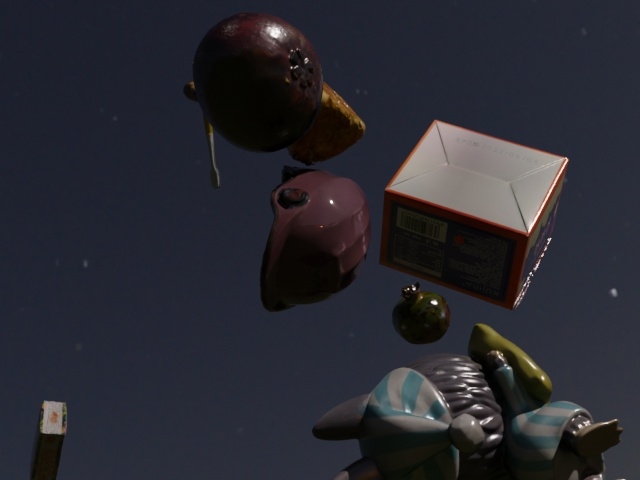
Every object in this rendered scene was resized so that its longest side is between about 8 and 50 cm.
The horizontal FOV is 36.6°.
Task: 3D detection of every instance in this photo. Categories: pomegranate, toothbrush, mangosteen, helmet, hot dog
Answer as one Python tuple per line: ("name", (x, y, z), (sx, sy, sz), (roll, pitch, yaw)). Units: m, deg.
("pomegranate", (0.211, 0.160, 2.043), (0.130, 0.130, 0.130), (-9, -27, -5))
("toothbrush", (-0.246, -0.256, 2.126), (0.021, 0.288, 0.024), (-7, 7, -5))
("mangosteen", (-0.131, -0.259, 1.633), (0.262, 0.235, 0.235), (-8, -21, 35))
("helmet", (0.000, 0.000, 1.943), (0.197, 0.338, 0.270), (5, -56, 4))
("hot dog", (-0.025, -0.243, 1.971), (0.153, 0.150, 0.257), (-42, -24, 11))

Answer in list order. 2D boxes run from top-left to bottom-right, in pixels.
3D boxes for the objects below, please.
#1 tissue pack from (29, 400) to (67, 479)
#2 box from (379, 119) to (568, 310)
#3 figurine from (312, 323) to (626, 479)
("tissue pack", (-0.571, 0.426, 2.032), (0.060, 0.108, 0.148), (8, -61, -18))
("box", (0.359, -0.061, 2.291), (0.349, 0.318, 0.256), (18, -46, 18))
("figurine", (0.189, 0.336, 1.444), (0.378, 0.266, 0.361), (-24, 20, -20))
